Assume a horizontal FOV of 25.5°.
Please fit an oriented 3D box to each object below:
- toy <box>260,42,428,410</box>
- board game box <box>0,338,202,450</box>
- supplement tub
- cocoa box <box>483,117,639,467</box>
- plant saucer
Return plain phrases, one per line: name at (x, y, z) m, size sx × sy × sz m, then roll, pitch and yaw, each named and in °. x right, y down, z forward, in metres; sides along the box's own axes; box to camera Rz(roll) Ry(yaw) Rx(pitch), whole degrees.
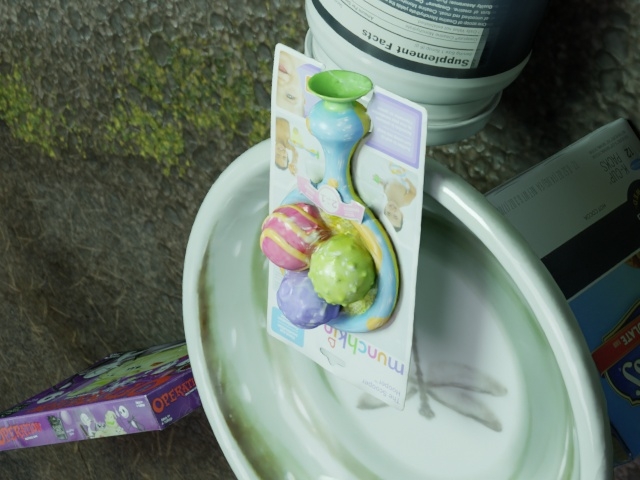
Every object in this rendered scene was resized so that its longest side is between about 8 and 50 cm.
toy at (0.000, 0.000, 0.959) m, size 0.137 × 0.056 × 0.237 m, roll 28°, pitch 126°, yaw 36°
board game box at (-0.218, 0.172, 1.651) m, size 0.347 × 0.208 × 0.056 m, roll -15°, pitch 104°, yaw 47°
supplement tub at (0.095, -0.230, 1.108) m, size 0.191 × 0.191 × 0.272 m, roll 37°, pitch 135°, yaw 21°
cocoa box at (0.149, 0.095, 1.223) m, size 0.347 × 0.231 × 0.228 m, roll -36°, pitch 84°, yaw 48°
plant saucer at (0.064, 0.098, 1.058) m, size 0.400 × 0.100 × 0.400 m, roll 22°, pitch 124°, yaw 37°
